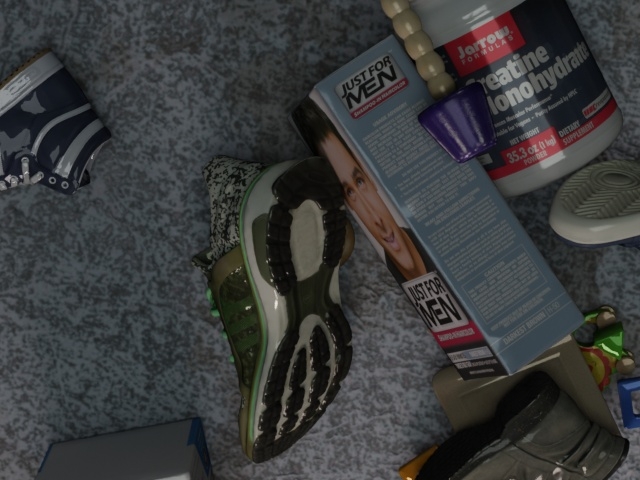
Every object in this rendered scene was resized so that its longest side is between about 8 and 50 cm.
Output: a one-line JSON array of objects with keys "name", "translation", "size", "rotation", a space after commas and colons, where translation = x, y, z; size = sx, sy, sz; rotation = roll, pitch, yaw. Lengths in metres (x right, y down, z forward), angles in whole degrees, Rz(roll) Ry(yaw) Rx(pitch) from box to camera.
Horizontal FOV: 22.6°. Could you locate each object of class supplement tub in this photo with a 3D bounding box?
[{"name": "supplement tub", "translation": [0.200, -0.200, 1.788], "size": [0.191, 0.191, 0.272], "rotation": [-28, 101, 6]}]

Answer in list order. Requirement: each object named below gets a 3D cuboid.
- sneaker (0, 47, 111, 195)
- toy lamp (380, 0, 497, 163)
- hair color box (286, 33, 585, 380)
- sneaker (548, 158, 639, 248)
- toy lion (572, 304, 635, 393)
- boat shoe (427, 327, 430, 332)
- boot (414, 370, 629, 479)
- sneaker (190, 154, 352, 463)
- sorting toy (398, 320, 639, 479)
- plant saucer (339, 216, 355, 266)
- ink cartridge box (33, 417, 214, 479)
[{"name": "sneaker", "translation": [-0.374, -0.078, 1.868], "size": [0.282, 0.099, 0.153], "rotation": [-41, 97, 6]}, {"name": "toy lamp", "translation": [0.100, -0.210, 1.675], "size": [0.080, 0.080, 0.275], "rotation": [-27, 86, 6]}, {"name": "hair color box", "translation": [0.122, -0.029, 1.788], "size": [0.113, 0.185, 0.374], "rotation": [-34, 90, -13]}, {"name": "sneaker", "translation": [0.382, -0.014, 1.788], "size": [0.350, 0.131, 0.148], "rotation": [-16, 124, -38]}, {"name": "toy lion", "translation": [0.328, 0.139, 1.948], "size": [0.096, 0.034, 0.100], "rotation": [-21, 101, 13]}, {"name": "boat shoe", "translation": [0.210, 0.079, 1.920], "size": [0.170, 0.063, 0.059], "rotation": [-7, 100, -7]}, {"name": "boot", "translation": [0.237, 0.282, 1.906], "size": [0.246, 0.083, 0.161], "rotation": [-41, 107, 18]}, {"name": "sneaker", "translation": [-0.072, 0.069, 1.899], "size": [0.182, 0.158, 0.410], "rotation": [26, 124, 39]}, {"name": "sorting toy", "translation": [0.252, 0.210, 1.944], "size": [0.347, 0.047, 0.196], "rotation": [-23, 106, 13]}, {"name": "plant saucer", "translation": [0.000, 0.000, 1.925], "size": [0.083, 0.015, 0.083], "rotation": [0, 103, 0]}, {"name": "ink cartridge box", "translation": [-0.217, 0.384, 1.919], "size": [0.197, 0.198, 0.270], "rotation": [-11, 103, 2]}]
